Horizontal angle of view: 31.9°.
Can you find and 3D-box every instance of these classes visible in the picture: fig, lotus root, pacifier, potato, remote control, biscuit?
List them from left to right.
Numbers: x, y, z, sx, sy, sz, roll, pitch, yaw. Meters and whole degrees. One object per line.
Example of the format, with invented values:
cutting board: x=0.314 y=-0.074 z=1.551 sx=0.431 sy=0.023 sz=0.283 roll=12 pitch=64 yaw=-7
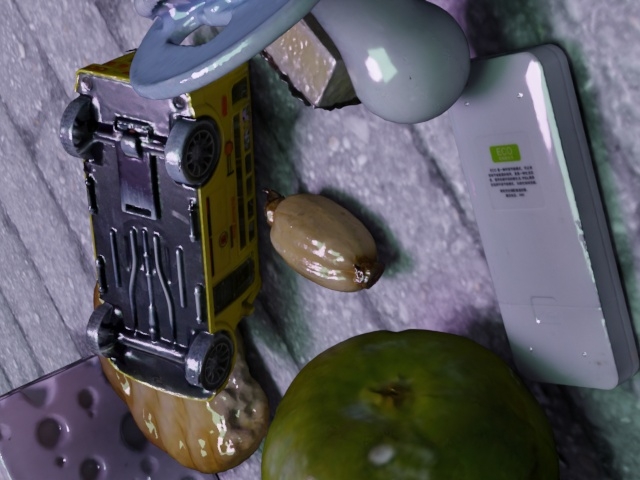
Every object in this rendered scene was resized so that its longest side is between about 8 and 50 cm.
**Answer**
biscuit: x=-0.164 y=0.128 z=1.258 sx=0.213 sy=0.091 sz=0.274 roll=-25 pitch=91 yaw=52
lotus root: x=0.000 y=0.000 z=0.994 sx=0.150 sy=0.062 sz=0.073 roll=35 pitch=127 yaw=36
potato: x=0.001 y=-0.162 z=0.879 sx=0.122 sy=0.086 sz=0.061 roll=54 pitch=146 yaw=26
pacifier: x=0.009 y=-0.172 z=0.751 sx=0.233 sy=0.299 sz=0.244 roll=46 pitch=167 yaw=-22
fig: x=0.066 y=0.201 z=0.903 sx=0.233 sy=0.233 sz=0.314 roll=50 pitch=160 yaw=20
remote control: x=0.157 y=-0.013 z=0.807 sx=0.103 sy=0.034 sz=0.250 roll=-2 pitch=109 yaw=53

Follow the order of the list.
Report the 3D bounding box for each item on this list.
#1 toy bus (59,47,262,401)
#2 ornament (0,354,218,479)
toy bus: x=-0.139 y=-0.014 z=1.079 sx=0.144 sy=0.152 sz=0.330 roll=14 pitch=122 yaw=26
ornament: x=-0.309 y=0.285 z=1.409 sx=0.240 sy=0.240 sz=0.239 roll=-23 pitch=91 yaw=55
